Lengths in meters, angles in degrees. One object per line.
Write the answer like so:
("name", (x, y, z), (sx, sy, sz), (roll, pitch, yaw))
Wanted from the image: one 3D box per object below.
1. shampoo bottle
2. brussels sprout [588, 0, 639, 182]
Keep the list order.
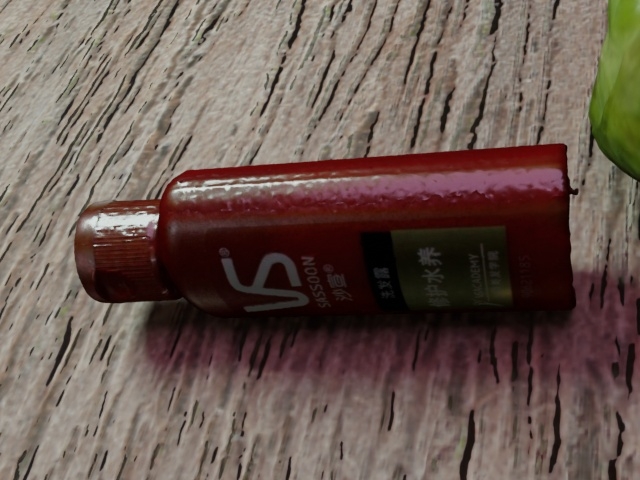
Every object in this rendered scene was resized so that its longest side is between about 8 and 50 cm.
("shampoo bottle", (0.000, 0.001, 0.549), (0.314, 0.118, 0.076), (-3, 53, 15))
("brussels sprout", (0.272, -0.108, 0.528), (0.223, 0.161, 0.223), (-13, 51, 16))
